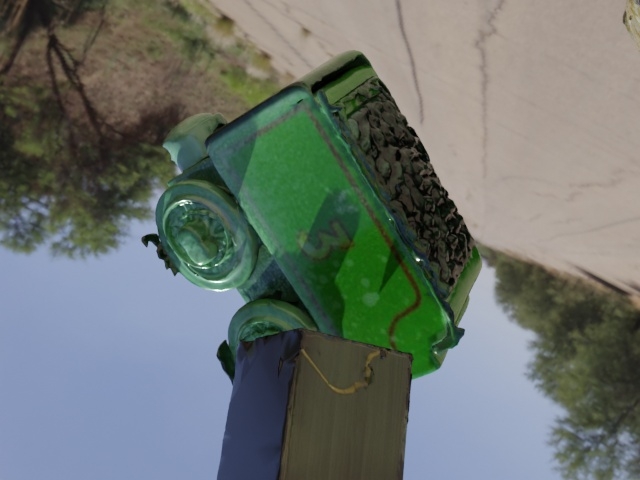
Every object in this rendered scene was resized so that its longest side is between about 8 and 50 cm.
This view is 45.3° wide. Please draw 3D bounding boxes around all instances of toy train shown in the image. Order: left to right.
[{"bbox_3d":[0.000,0.000,0.545,0.243,0.188,0.132,59,-147,-11],"label":"toy train"}]

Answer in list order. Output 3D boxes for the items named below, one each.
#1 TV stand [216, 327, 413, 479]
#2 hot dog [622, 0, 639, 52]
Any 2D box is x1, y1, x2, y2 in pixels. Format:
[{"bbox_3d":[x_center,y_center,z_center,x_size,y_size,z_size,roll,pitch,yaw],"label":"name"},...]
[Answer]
[{"bbox_3d":[-0.015,0.189,0.420,0.083,0.269,0.088,17,158,-25],"label":"TV stand"},{"bbox_3d":[0.441,-0.194,0.680,0.367,0.196,0.365,26,-159,21],"label":"hot dog"}]
